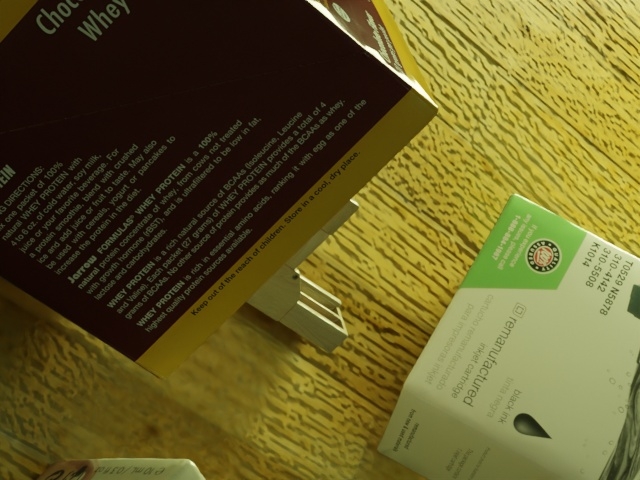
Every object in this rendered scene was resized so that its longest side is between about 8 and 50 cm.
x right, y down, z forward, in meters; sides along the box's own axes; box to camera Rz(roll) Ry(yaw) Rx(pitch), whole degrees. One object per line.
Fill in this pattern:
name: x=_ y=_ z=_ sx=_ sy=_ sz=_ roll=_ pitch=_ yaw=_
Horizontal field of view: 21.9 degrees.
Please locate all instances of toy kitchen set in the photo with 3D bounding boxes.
toy kitchen set: x=0.000 y=0.000 z=0.934 sx=0.075 sy=0.083 sz=0.068 roll=34 pitch=21 yaw=-30

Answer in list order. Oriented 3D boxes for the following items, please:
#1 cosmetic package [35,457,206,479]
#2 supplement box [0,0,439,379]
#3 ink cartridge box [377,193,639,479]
cosmetic package: x=-0.146 y=0.246 z=0.732 sx=0.296 sy=0.129 sz=0.153 roll=-43 pitch=111 yaw=-36
supplement box: x=-0.089 y=-0.079 z=0.768 sx=0.194 sy=0.191 sz=0.129 roll=36 pitch=20 yaw=-29
ink cartridge box: x=0.169 y=0.098 z=0.968 sx=0.219 sy=0.092 sz=0.160 roll=27 pitch=59 yaw=8
